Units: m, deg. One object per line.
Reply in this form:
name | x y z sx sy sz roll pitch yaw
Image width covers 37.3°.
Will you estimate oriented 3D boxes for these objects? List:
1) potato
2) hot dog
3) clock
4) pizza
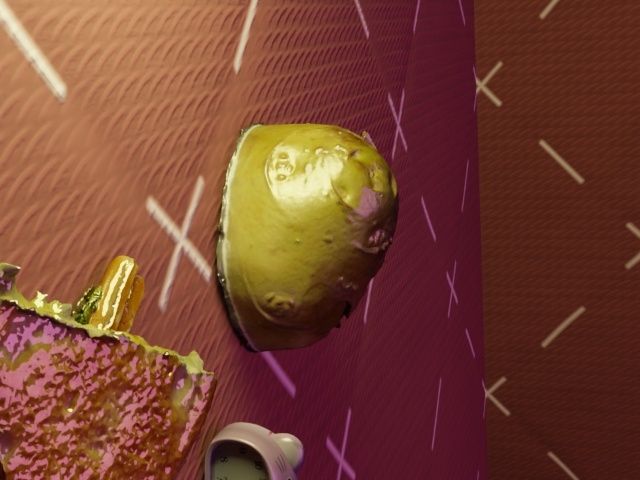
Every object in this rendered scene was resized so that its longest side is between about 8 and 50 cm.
potato | 0.000 0.000 1.193 0.246 0.196 0.299 -14 106 -69
hot dog | -0.195 0.065 0.859 0.133 0.041 0.056 -78 167 -45
clock | -0.076 0.292 1.095 0.050 0.110 0.152 -14 104 -73
pizza | -0.202 0.123 0.746 0.280 0.075 0.287 -49 131 -38
